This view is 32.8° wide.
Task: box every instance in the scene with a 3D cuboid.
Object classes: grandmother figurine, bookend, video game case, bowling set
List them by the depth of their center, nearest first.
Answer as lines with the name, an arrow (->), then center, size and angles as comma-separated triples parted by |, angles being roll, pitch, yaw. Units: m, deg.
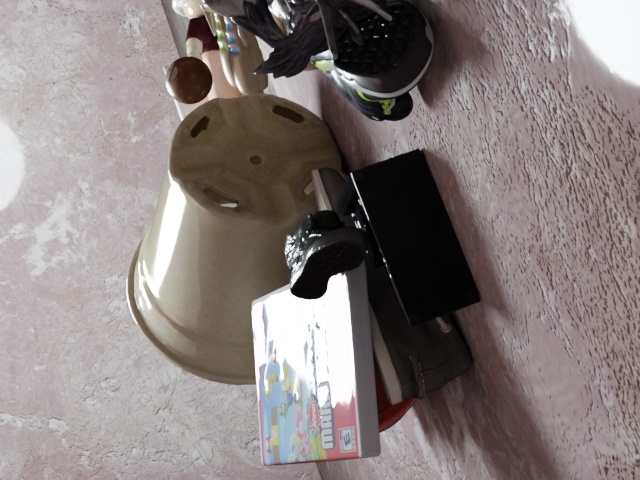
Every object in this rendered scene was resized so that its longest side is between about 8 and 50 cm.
bookend -> 0.082, 0.009, 1.082 | 0.157, 0.072, 0.156 | 114, 135, -79
bowling set -> -0.087, -0.246, 1.205 | 0.287, 0.199, 0.154 | -147, 39, -70
video game case -> -0.013, 0.144, 1.215 | 0.285, 0.025, 0.204 | 151, 117, -63
grandmother figurine -> -0.183, -0.328, 1.960 | 0.208, 0.104, 0.343 | 39, -148, -78

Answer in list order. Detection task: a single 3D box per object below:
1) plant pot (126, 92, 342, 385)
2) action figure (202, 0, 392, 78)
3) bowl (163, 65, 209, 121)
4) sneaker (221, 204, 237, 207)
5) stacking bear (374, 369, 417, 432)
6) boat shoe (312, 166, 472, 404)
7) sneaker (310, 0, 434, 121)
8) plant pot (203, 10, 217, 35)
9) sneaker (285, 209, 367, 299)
plant pot -> -0.100, -0.023, 1.489 | 0.305, 0.333, 0.334 | 101, 150, -52
action figure -> -0.016, -0.223, 0.885 | 0.141, 0.164, 0.276 | 45, -172, -19
bowl -> -0.195, -0.218, 2.121 | 0.298, 0.134, 0.298 | 160, 90, -84
sneaker -> -0.189, -0.045, 1.756 | 0.137, 0.210, 0.366 | -47, 61, 55
stacking bear -> 0.040, 0.186, 1.435 | 0.289, 0.164, 0.176 | 103, 162, -75
boat shoe -> 0.072, 0.037, 1.215 | 0.112, 0.095, 0.335 | 79, 173, -48
sneaker -> 0.059, -0.149, 0.941 | 0.097, 0.084, 0.235 | 48, -179, -22
plant pot -> -0.121, -0.362, 1.465 | 0.109, 0.096, 0.109 | 86, 162, -61
sneaker -> 0.003, 0.001, 1.102 | 0.170, 0.051, 0.089 | 131, 151, -56
